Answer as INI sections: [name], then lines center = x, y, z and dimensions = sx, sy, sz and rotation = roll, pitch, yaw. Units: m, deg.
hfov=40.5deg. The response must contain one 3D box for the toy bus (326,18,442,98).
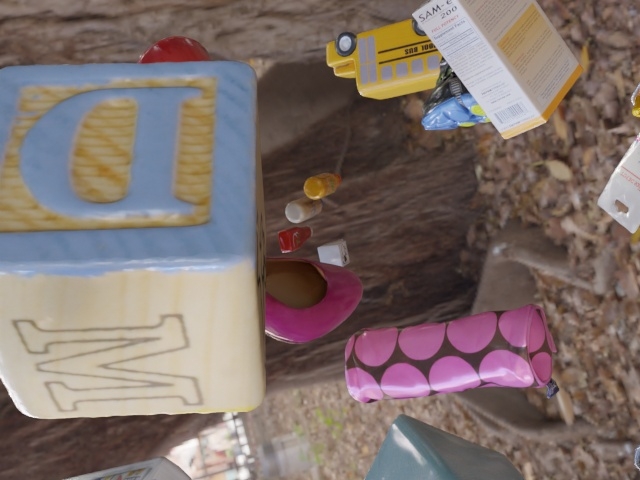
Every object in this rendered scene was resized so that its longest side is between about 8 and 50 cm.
[toy bus]
center = 0.173, -0.354, 1.659
dimensions = 0.333, 0.108, 0.130
rotation = -7, 88, 36

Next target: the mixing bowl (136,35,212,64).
[mixing bowl]
center = -0.257, -0.282, 1.638
dimensions = 0.098, 0.181, 0.181
rotation = 41, 148, 39

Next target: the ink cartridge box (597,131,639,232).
[ink cartridge box]
center = 0.474, -0.103, 1.173
dimensions = 0.198, 0.067, 0.115
rotation = -61, 20, 18

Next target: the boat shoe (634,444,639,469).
[boat shoe]
center = 0.559, 0.346, 1.392
dimensions = 0.301, 0.102, 0.108
rotation = -42, -45, -62

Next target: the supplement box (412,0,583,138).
[supplement box]
center = 0.110, -0.121, 0.530
dimensions = 0.098, 0.062, 0.036
rotation = 51, 145, -13

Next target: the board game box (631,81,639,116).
[board game box]
center = 0.681, -0.246, 1.164
dimensions = 0.390, 0.390, 0.050
rotation = 106, -169, -48

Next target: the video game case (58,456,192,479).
[video game case]
center = -0.175, 0.213, 0.450
dimensions = 0.026, 0.206, 0.227
rotation = 43, 144, -16

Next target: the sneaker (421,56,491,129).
[sneaker]
center = 0.115, -0.135, 0.684
dimensions = 0.188, 0.067, 0.078
rotation = -54, -45, -62

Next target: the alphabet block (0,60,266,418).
[alphabet block]
center = -0.138, 0.003, 0.641
dimensions = 0.197, 0.193, 0.192
rotation = 91, 179, -51

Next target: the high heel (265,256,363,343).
[high heel]
center = -0.055, 0.034, 1.076
dimensions = 0.127, 0.377, 0.181
rotation = 42, 123, 29

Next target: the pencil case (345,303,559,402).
[pencil case]
center = 0.133, 0.121, 0.893
dimensions = 0.098, 0.209, 0.095
rotation = -13, -87, -62

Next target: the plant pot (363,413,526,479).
[plant pot]
center = 0.217, 0.467, 1.375
dimensions = 0.247, 0.248, 0.252
rotation = -64, 22, 2

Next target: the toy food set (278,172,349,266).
[toy food set]
center = 0.000, 0.000, 1.538
dimensions = 0.104, 0.111, 0.232
rotation = -27, -74, -63
